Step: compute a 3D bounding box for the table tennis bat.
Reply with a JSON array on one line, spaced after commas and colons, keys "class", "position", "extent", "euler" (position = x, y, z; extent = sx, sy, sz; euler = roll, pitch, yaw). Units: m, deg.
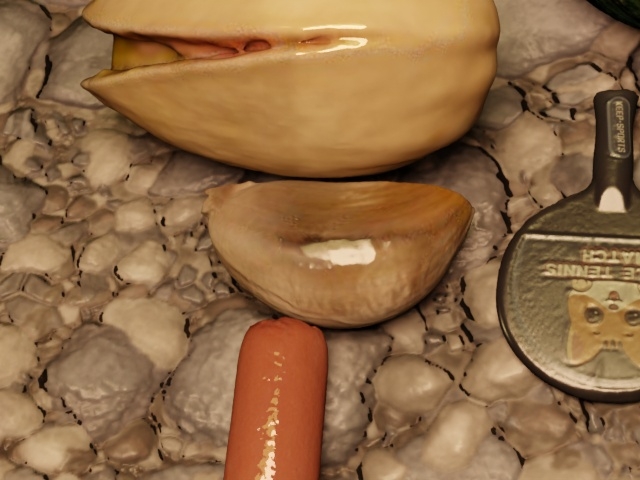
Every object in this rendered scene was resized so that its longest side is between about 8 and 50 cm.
[{"class": "table tennis bat", "position": [0.201, 0.000, 0.742], "extent": [0.150, 0.027, 0.236], "euler": [3, 65, 14]}]

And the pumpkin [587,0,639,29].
[{"class": "pumpkin", "position": [0.252, -0.260, 0.727], "extent": [0.197, 0.293, 0.263], "euler": [-42, 105, -8]}]

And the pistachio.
[{"class": "pistachio", "position": [-0.028, -0.140, 0.770], "extent": [0.318, 0.214, 0.193], "euler": [-1, 100, 17]}]

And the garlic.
[{"class": "garlic", "position": [0.004, 0.010, 0.747], "extent": [0.196, 0.087, 0.101], "euler": [1, 49, 17]}]

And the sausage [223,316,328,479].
[{"class": "sausage", "position": [-0.029, 0.126, 0.700], "extent": [0.062, 0.062, 0.154], "euler": [-1, 61, 12]}]
